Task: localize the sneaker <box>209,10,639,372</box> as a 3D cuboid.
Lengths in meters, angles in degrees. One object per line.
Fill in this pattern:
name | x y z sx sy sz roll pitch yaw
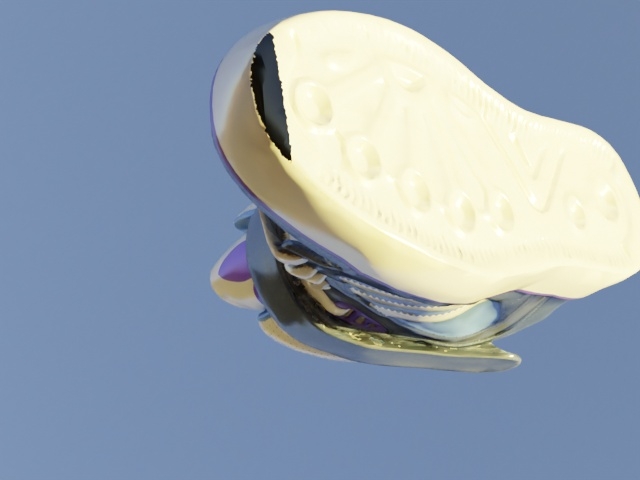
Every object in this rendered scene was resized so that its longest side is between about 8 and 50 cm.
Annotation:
sneaker | 0.000 0.000 0.790 0.236 0.322 0.130 -22 -112 36
